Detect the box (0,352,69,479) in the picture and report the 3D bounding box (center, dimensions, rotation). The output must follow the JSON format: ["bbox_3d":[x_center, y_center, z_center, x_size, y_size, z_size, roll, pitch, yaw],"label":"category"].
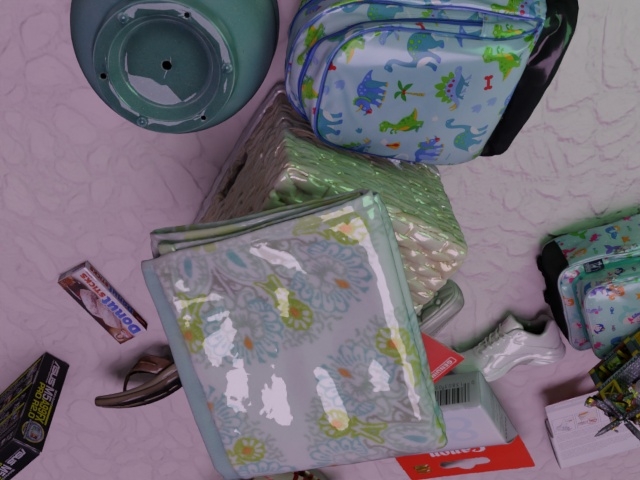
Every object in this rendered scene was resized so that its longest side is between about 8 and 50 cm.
[{"bbox_3d":[-0.601,0.371,1.320,0.270,0.216,0.060,-40,118,20],"label":"box"}]

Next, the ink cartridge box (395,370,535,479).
[{"bbox_3d":[0.254,0.436,1.474,0.308,0.091,0.385,-16,129,25],"label":"ink cartridge box"}]

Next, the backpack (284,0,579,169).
[{"bbox_3d":[0.127,-0.243,0.957,0.355,0.274,0.290,19,141,-3],"label":"backpack"}]

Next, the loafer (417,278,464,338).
[{"bbox_3d":[0.153,0.184,1.332,0.111,0.112,0.319,33,124,-30],"label":"loafer"}]

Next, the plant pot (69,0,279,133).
[{"bbox_3d":[-0.197,-0.262,0.927,0.292,0.196,0.293,-3,125,-4],"label":"plant pot"}]

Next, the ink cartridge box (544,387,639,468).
[{"bbox_3d":[0.637,0.383,1.541,0.275,0.060,0.239,-19,124,9],"label":"ink cartridge box"}]

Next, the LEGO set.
[{"bbox_3d":[0.605,0.235,1.112,0.255,0.192,0.331,39,112,-18],"label":"LEGO set"}]

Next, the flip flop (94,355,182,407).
[{"bbox_3d":[-0.305,0.250,1.346,0.277,0.080,0.112,-28,163,-1],"label":"flip flop"}]

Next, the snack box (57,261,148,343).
[{"bbox_3d":[-0.398,0.117,1.279,0.064,0.022,0.178,-27,123,12],"label":"snack box"}]

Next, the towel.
[{"bbox_3d":[-0.033,0.133,0.900,0.320,0.090,0.375,-12,107,17],"label":"towel"}]

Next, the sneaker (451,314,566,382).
[{"bbox_3d":[0.364,0.201,1.382,0.232,0.090,0.115,-18,115,0],"label":"sneaker"}]

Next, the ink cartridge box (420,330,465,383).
[{"bbox_3d":[0.036,0.227,1.049,0.261,0.066,0.296,33,115,-25],"label":"ink cartridge box"}]

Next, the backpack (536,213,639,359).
[{"bbox_3d":[0.548,0.076,1.248,0.253,0.191,0.225,-22,123,4],"label":"backpack"}]

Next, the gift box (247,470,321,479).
[{"bbox_3d":[-0.112,0.645,1.543,0.276,0.258,0.255,32,120,-2],"label":"gift box"}]

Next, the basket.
[{"bbox_3d":[0.000,0.000,1.089,0.331,0.266,0.328,24,119,-22],"label":"basket"}]

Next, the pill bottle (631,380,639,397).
[{"bbox_3d":[0.651,0.244,1.351,0.119,0.209,0.119,-3,125,-4],"label":"pill bottle"}]
